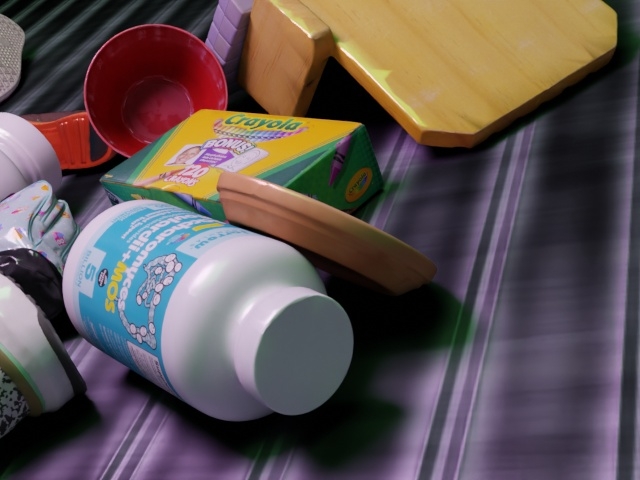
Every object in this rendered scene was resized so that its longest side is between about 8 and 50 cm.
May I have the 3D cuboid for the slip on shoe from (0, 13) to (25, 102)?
[{"bbox_3d":[-0.630,-0.320,1.911,0.101,0.123,0.331,-46,26,22],"label":"slip on shoe"}]

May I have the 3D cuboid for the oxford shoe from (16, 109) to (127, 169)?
[{"bbox_3d":[-0.383,-0.138,1.448,0.271,0.096,0.098,0,16,22],"label":"oxford shoe"}]

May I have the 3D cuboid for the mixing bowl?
[{"bbox_3d":[-0.215,-0.181,1.341,0.181,0.181,0.098,-27,-2,-11],"label":"mixing bowl"}]

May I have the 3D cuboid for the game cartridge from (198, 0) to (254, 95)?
[{"bbox_3d":[-0.004,-0.325,1.395,0.355,0.068,0.230,-31,-7,-27],"label":"game cartridge"}]

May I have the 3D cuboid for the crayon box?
[{"bbox_3d":[-0.090,-0.063,1.112,0.278,0.081,0.165,11,42,45],"label":"crayon box"}]

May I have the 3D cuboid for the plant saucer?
[{"bbox_3d":[0.000,0.000,0.863,0.200,0.200,0.037,18,82,50],"label":"plant saucer"}]

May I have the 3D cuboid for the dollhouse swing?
[{"bbox_3d":[0.135,-0.226,1.276,0.347,0.305,0.315,-32,-11,-20],"label":"dollhouse swing"}]

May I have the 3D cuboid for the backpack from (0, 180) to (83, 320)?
[{"bbox_3d":[-0.310,0.020,1.078,0.152,0.115,0.182,-17,26,13],"label":"backpack"}]

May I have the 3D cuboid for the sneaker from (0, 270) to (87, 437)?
[{"bbox_3d":[-0.411,0.062,0.894,0.410,0.158,0.182,29,55,18],"label":"sneaker"}]

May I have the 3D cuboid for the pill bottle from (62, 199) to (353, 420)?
[{"bbox_3d":[-0.092,0.057,0.835,0.146,0.146,0.264,-37,32,-27],"label":"pill bottle"}]

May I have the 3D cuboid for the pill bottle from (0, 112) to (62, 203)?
[{"bbox_3d":[-0.442,-0.023,1.181,0.169,0.169,0.301,0,34,33],"label":"pill bottle"}]
